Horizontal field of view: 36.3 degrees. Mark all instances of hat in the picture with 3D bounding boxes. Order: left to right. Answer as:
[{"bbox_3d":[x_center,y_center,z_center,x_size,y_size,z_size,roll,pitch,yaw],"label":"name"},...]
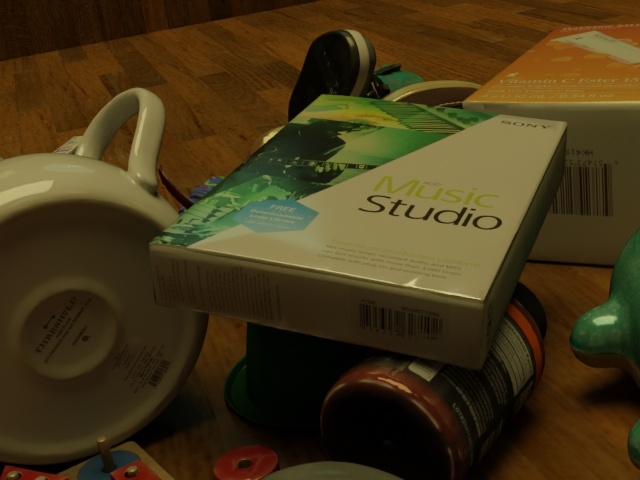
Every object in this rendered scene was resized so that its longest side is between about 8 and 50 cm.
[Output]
[{"bbox_3d":[-0.016,0.031,0.782,0.208,0.183,0.173,-9,20,-1],"label":"hat"}]

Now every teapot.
[{"bbox_3d":[-0.219,0.033,0.768,0.256,0.252,0.187,-18,27,-22],"label":"teapot"}]

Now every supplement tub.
[{"bbox_3d":[0.092,0.096,0.690,0.106,0.106,0.198,6,26,33],"label":"supplement tub"}]

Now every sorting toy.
[{"bbox_3d":[-0.169,0.182,0.654,0.274,0.046,0.132,-22,25,-29],"label":"sorting toy"}]

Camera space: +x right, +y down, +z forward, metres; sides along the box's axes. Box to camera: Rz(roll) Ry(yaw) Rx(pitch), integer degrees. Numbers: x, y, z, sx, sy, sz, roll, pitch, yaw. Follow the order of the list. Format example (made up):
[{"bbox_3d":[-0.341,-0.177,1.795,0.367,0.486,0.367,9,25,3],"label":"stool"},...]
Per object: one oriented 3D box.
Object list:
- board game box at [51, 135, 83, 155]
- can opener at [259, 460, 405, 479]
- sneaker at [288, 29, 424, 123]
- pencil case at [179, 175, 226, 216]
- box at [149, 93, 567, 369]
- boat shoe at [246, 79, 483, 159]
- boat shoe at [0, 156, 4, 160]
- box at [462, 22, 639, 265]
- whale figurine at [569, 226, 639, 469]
[{"bbox_3d":[-0.321,-0.062,1.241,0.026,0.103,0.154,-4,23,12],"label":"board game box"},{"bbox_3d":[0.098,0.175,0.523,0.280,0.093,0.074,0,22,8],"label":"can opener"},{"bbox_3d":[0.072,-0.198,1.321,0.178,0.123,0.295,-9,-12,-16],"label":"sneaker"},{"bbox_3d":[0.000,0.000,0.932,0.306,0.133,0.119,5,47,32],"label":"pencil case"},{"bbox_3d":[0.049,-0.029,0.752,0.232,0.058,0.322,9,28,19],"label":"box"},{"bbox_3d":[0.085,-0.103,1.201,0.342,0.123,0.123,-14,40,-20],"label":"boat shoe"},{"bbox_3d":[-0.474,-0.059,1.292,0.118,0.103,0.320,-7,22,4],"label":"boat shoe"},{"bbox_3d":[0.317,-0.118,1.054,0.215,0.168,0.345,3,24,28],"label":"box"},{"bbox_3d":[0.279,0.056,0.669,0.216,0.141,0.272,3,25,26],"label":"whale figurine"}]
